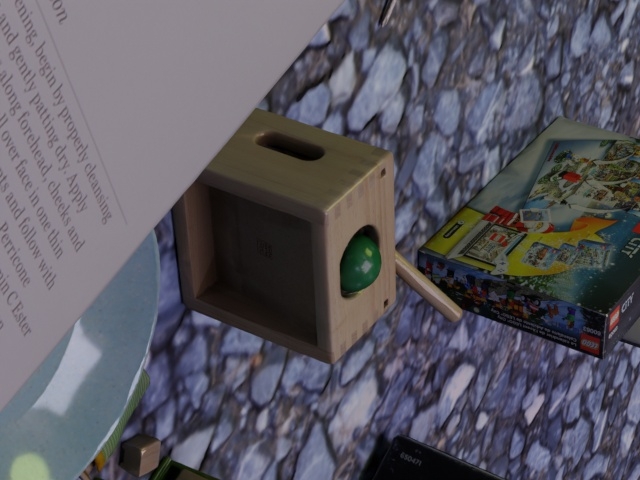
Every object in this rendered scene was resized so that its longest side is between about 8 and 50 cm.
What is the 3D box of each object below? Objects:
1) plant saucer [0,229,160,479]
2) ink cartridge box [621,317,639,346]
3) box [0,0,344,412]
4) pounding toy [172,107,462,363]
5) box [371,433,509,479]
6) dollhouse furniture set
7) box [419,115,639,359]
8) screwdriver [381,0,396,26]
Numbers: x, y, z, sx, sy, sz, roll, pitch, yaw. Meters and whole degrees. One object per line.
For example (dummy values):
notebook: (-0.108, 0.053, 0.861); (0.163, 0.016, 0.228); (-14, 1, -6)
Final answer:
plant saucer: (-0.156, 0.052, 0.871); (0.195, 0.037, 0.195); (-38, 138, -45)
ink cartridge box: (0.284, 0.028, 1.532); (0.176, 0.128, 0.127); (22, 88, -61)
box: (-0.160, -0.085, 0.588); (0.345, 0.215, 0.168); (-53, 147, -30)
pounding toy: (0.000, 0.000, 1.002); (0.100, 0.141, 0.130); (-43, 142, -41)
box: (0.105, 0.360, 1.370); (0.296, 0.183, 0.294); (-60, 149, -14)
dollhouse furniture set: (-0.099, 0.127, 0.997); (0.076, 0.059, 0.151); (-57, 149, -23)
box: (0.204, -0.009, 1.336); (0.233, 0.159, 0.044); (-41, 141, -42)
screwdriver: (0.076, -0.219, 1.121); (0.024, 0.025, 0.169); (17, 92, -62)
